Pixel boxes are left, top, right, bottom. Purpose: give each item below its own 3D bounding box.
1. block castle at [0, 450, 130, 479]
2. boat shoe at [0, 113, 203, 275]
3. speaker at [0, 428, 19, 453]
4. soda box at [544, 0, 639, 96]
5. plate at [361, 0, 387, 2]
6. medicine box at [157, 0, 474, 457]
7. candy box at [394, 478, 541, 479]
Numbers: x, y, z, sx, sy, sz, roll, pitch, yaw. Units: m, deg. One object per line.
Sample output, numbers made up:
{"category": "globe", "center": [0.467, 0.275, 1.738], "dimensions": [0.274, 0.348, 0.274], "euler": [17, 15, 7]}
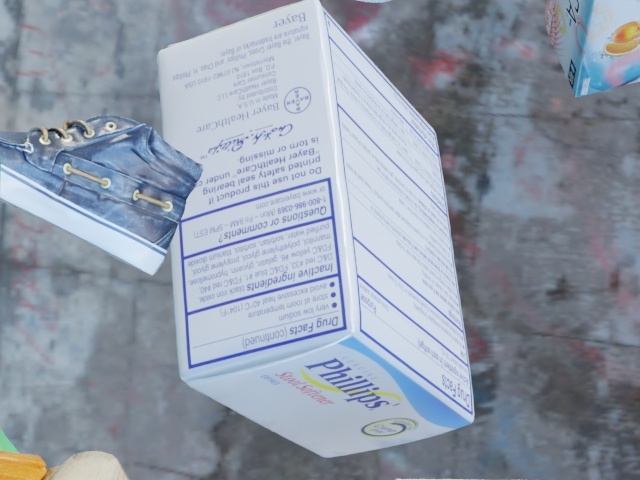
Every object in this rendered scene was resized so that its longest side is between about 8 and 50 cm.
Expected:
{"category": "block castle", "center": [-0.262, 0.312, 0.763], "dimensions": [0.303, 0.213, 0.453], "euler": [11, 98, 2]}
{"category": "boat shoe", "center": [-0.165, -0.053, 0.971], "dimensions": [0.083, 0.183, 0.065], "euler": [-64, 25, -6]}
{"category": "speaker", "center": [-0.235, 0.239, 1.073], "dimensions": [0.131, 0.131, 0.296], "euler": [-15, 110, 30]}
{"category": "soda box", "center": [0.170, -0.161, 0.871], "dimensions": [0.058, 0.183, 0.063], "euler": [-15, 62, -5]}
{"category": "plate", "center": [0.001, -0.223, 0.879], "dimensions": [0.024, 0.188, 0.188], "euler": [-32, 71, 39]}
{"category": "medicine box", "center": [0.000, 0.000, 1.251], "dimensions": [0.149, 0.263, 0.289], "euler": [-15, 64, 20]}
{"category": "candy box", "center": [0.151, 0.244, 1.030], "dimensions": [0.071, 0.233, 0.159], "euler": [21, 103, 62]}
